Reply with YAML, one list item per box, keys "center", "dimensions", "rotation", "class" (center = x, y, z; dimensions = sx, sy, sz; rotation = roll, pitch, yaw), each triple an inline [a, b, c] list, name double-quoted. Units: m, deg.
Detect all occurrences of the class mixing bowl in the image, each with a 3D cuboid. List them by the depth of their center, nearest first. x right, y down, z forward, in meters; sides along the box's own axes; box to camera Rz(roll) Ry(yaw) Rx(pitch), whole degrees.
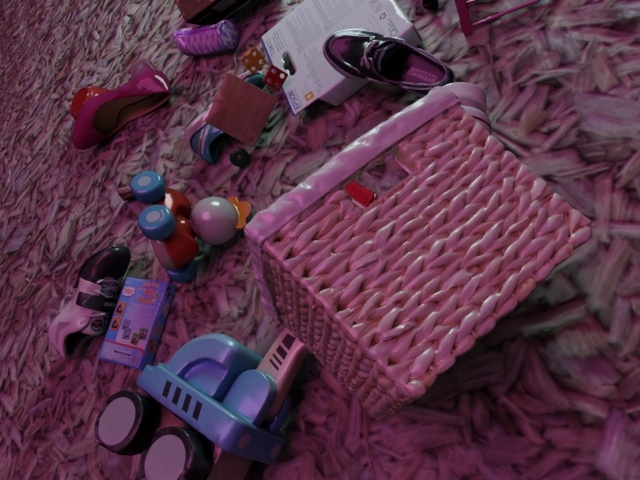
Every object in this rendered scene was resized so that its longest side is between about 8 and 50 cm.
- center: [-0.767, -0.447, 1.671]
  dimensions: [0.182, 0.098, 0.181]
  rotation: [-13, 64, 28]
  class: "mixing bowl"

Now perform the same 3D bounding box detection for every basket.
- center: [0.113, 0.044, 0.692]
  dimensions: [0.328, 0.331, 0.266]
  rotation: [-37, 72, -16]
  class: "basket"

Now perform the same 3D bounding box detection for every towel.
- center: [0.000, 0.000, 0.974]
  dimensions: [0.275, 0.031, 0.199]
  rotation: [-48, 17, 7]
  class: "towel"

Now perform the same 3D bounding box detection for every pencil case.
- center: [-0.337, -0.598, 1.475]
  dimensions: [0.206, 0.088, 0.086]
  rotation: [4, 83, 34]
  class: "pencil case"

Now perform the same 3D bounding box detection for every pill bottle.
- center: [0.245, -0.164, 0.900]
  dimensions: [0.121, 0.121, 0.220]
  rotation: [-5, 67, 30]
  class: "pill bottle"

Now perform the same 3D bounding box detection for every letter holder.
- center: [-0.287, -0.794, 1.428]
  dimensions: [0.302, 0.152, 0.214]
  rotation: [-24, 100, 21]
  class: "letter holder"

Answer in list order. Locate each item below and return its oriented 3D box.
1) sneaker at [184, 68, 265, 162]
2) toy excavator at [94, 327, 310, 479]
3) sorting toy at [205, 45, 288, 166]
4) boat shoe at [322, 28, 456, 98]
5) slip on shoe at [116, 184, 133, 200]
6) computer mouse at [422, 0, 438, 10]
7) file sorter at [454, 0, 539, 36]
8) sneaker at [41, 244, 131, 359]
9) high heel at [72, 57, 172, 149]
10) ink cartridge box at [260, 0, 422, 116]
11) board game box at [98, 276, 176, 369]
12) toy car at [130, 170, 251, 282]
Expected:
- center: [-0.230, -0.320, 1.299]
  dimensions: [0.275, 0.107, 0.110]
  rotation: [-47, 72, 11]
  class: "sneaker"
- center: [-0.116, 0.255, 0.906]
  dimensions: [0.433, 0.222, 0.444]
  rotation: [18, 71, 35]
  class: "toy excavator"
- center: [-0.187, -0.327, 1.217]
  dimensions: [0.274, 0.133, 0.046]
  rotation: [-61, 8, 15]
  class: "sorting toy"
- center: [0.128, -0.369, 1.021]
  dimensions: [0.301, 0.102, 0.108]
  rotation: [29, 103, 18]
  class: "boat shoe"
- center: [-0.520, -0.144, 1.421]
  dimensions: [0.136, 0.051, 0.041]
  rotation: [-12, 103, 19]
  class: "slip on shoe"
- center: [0.192, -0.645, 1.102]
  dimensions: [0.060, 0.184, 0.261]
  rotation: [-17, 59, 2]
  class: "computer mouse"
- center: [0.335, -0.616, 0.998]
  dimensions: [0.183, 0.202, 0.290]
  rotation: [-14, 63, 23]
  class: "file sorter"
- center: [-0.573, 0.164, 1.277]
  dimensions: [0.146, 0.123, 0.330]
  rotation: [45, 104, 30]
  class: "sneaker"
- center: [-0.622, -0.389, 1.545]
  dimensions: [0.377, 0.127, 0.181]
  rotation: [-45, 60, 12]
  class: "high heel"
- center: [0.034, -0.486, 1.209]
  dimensions: [0.330, 0.071, 0.323]
  rotation: [-33, 56, 20]
  class: "ink cartridge box"
- center: [-0.450, 0.200, 1.225]
  dimensions: [0.160, 0.039, 0.211]
  rotation: [3, 71, 33]
  class: "board game box"
- center: [-0.282, -0.053, 1.167]
  dimensions: [0.238, 0.219, 0.210]
  rotation: [-19, 55, -10]
  class: "toy car"
